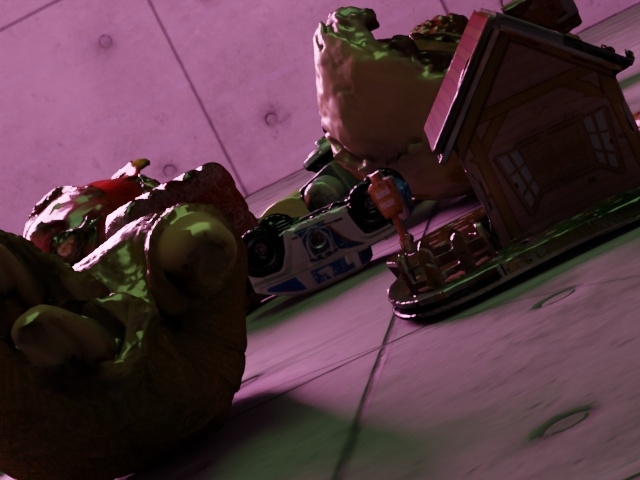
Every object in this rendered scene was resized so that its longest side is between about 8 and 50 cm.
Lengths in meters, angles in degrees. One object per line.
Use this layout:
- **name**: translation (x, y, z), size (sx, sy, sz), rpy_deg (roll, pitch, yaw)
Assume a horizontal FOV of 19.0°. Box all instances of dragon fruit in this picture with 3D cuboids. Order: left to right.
- **dragon fruit**: translation (-0.187, 0.005, 1.996), size (0.269, 0.198, 0.200), rpy_deg (-13, -10, -14)

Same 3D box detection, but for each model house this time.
- **model house**: translation (0.111, -0.069, 1.252), size (0.207, 0.154, 0.294), rpy_deg (-25, 6, 5)

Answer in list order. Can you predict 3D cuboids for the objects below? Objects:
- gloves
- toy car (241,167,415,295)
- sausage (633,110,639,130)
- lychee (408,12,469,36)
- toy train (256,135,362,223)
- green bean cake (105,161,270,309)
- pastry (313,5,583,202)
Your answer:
- **gloves**: translation (-0.126, 0.060, 1.118), size (0.203, 0.155, 0.356), rpy_deg (-19, -10, 3)
- **toy car**: translation (0.000, 0.000, 1.591), size (0.170, 0.070, 0.080), rpy_deg (-24, 6, 14)
- **sausage**: translation (0.255, -0.085, 1.357), size (0.034, 0.034, 0.129), rpy_deg (-29, 5, -27)
- **lychee**: translation (0.158, -0.181, 2.116), size (0.197, 0.165, 0.165), rpy_deg (-60, -9, 22)
- **toy train**: translation (0.025, -0.046, 1.881), size (0.157, 0.105, 0.253), rpy_deg (-40, -2, 29)
- **green bean cake**: translation (-0.113, 0.012, 1.676), size (0.135, 0.135, 0.056), rpy_deg (-30, 5, -41)
- **pastry**: translation (0.112, -0.115, 1.707), size (0.236, 0.170, 0.256), rpy_deg (6, 6, 6)
